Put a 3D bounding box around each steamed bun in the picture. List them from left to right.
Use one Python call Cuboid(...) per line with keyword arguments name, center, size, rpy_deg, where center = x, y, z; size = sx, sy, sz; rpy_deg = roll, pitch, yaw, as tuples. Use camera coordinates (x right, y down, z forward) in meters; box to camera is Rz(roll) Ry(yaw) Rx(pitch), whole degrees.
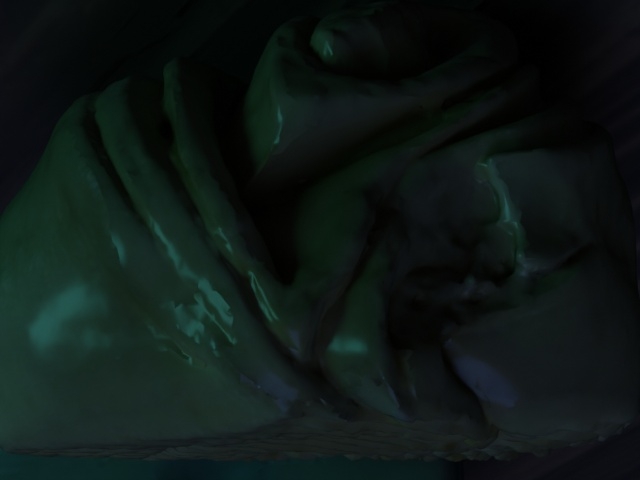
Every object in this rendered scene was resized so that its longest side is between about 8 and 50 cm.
Cuboid(name="steamed bun", center=(-0.001, -0.001, 0.830), size=(0.289, 0.203, 0.276), rpy_deg=(-3, 170, 8))

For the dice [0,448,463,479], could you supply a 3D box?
Cuboid(name="dice", center=(-0.047, 0.201, 1.054), size=(0.268, 0.263, 0.265), rpy_deg=(-2, 144, 5))
